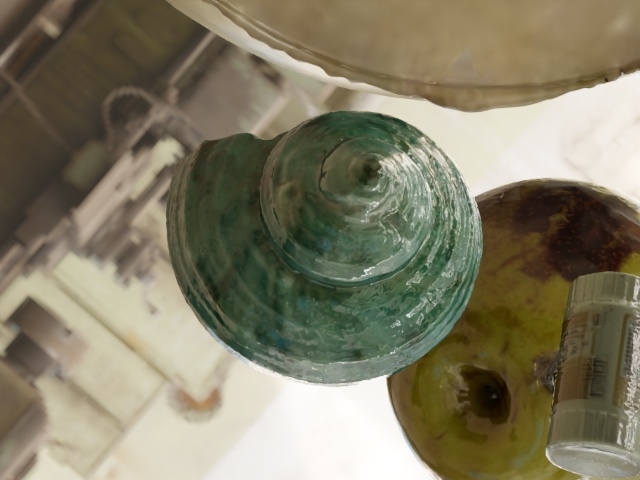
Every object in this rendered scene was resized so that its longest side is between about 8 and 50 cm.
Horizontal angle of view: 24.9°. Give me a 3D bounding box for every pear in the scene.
[{"bbox_3d":[0.177,0.083,1.109,0.283,0.283,0.283,-50,-179,1],"label":"pear"}]

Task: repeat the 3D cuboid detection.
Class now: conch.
[{"bbox_3d":[0.001,0.000,0.879,0.202,0.196,0.134,-57,-170,40],"label":"conch"}]

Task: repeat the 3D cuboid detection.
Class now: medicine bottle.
[{"bbox_3d":[0.129,0.060,0.653,0.047,0.047,0.083,132,-26,-62],"label":"medicine bottle"}]

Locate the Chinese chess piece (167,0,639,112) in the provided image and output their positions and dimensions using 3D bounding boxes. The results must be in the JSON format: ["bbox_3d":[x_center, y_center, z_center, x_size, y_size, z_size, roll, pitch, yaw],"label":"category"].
[{"bbox_3d":[0.053,-0.209,0.463,0.338,0.338,0.140,-49,-158,12],"label":"Chinese chess piece"}]
